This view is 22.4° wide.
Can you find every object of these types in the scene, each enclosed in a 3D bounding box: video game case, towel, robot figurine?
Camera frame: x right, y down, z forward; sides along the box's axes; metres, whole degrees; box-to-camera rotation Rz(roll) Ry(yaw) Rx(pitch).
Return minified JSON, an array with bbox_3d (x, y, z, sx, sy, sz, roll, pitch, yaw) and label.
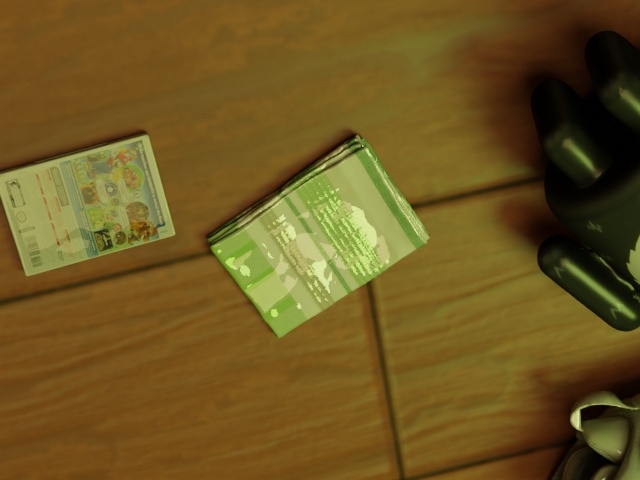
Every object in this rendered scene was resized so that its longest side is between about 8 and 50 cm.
[{"bbox_3d":[-0.182,-0.028,1.261,0.122,0.011,0.087,-16,112,-5],"label":"video game case"},{"bbox_3d":[0.000,0.000,1.303,0.152,0.023,0.113,-34,112,2],"label":"towel"},{"bbox_3d":[0.289,-0.037,1.265,0.278,0.209,0.173,39,63,-21],"label":"robot figurine"}]

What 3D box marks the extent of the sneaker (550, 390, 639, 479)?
[{"bbox_3d":[0.313,0.280,1.417,0.210,0.137,0.365,-6,106,-9],"label":"sneaker"}]
